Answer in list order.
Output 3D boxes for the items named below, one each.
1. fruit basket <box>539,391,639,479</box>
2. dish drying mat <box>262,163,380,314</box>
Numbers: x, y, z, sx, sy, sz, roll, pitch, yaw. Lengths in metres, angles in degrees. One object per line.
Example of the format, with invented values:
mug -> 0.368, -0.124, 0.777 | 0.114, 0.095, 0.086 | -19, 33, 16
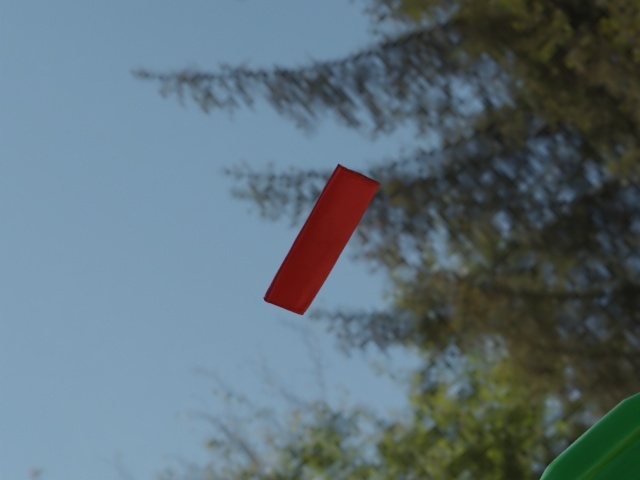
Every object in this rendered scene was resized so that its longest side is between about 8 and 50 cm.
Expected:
fruit basket -> 0.209, 0.215, 0.775 | 0.392, 0.283, 0.392 | -21, -57, -36
dish drying mat -> 0.000, 0.000, 0.950 | 0.032, 0.008, 0.083 | 24, -81, -38
